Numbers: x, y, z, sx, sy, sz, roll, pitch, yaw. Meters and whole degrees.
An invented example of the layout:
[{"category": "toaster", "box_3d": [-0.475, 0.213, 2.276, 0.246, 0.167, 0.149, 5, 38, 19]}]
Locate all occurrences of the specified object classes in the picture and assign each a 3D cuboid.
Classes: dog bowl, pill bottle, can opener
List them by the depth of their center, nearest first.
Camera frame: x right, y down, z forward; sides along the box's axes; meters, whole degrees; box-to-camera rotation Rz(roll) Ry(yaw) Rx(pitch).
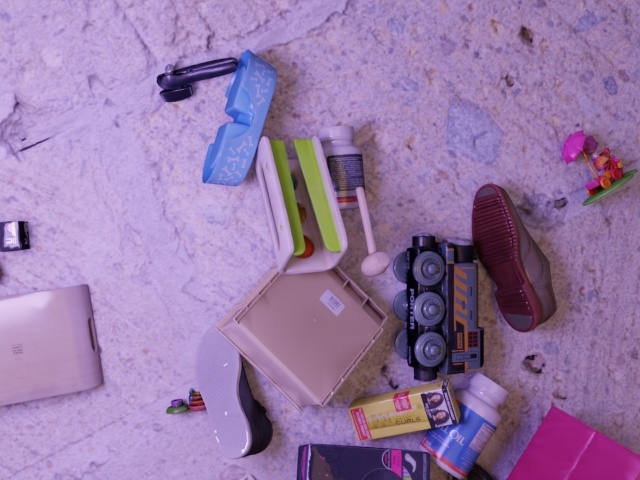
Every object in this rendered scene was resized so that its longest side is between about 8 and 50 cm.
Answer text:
[{"category": "dog bowl", "box_3d": [-0.170, -0.252, 1.490, 0.074, 0.166, 0.297, 17, 87, -20]}, {"category": "can opener", "box_3d": [-0.266, -0.359, 1.512, 0.186, 0.059, 0.073, -18, 137, 6]}, {"category": "pill bottle", "box_3d": [0.041, -0.157, 1.545, 0.108, 0.108, 0.180, -5, 92, -9]}, {"category": "pill bottle", "box_3d": [0.329, 0.413, 1.588, 0.124, 0.124, 0.221, 35, 84, -8]}]

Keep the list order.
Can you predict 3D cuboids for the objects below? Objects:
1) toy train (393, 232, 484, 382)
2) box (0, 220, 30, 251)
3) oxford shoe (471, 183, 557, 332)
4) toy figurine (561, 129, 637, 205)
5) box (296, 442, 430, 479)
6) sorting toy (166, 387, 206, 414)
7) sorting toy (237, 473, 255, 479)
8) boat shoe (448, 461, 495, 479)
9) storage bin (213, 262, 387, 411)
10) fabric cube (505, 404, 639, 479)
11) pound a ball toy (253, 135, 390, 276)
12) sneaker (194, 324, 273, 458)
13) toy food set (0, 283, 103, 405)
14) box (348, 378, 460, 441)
[{"category": "toy train", "box_3d": [0.271, 0.149, 1.579, 0.190, 0.142, 0.333, 0, 89, -21]}, {"category": "box", "box_3d": [-0.638, -0.009, 1.449, 0.052, 0.083, 0.062, -6, 91, -9]}, {"category": "oxford shoe", "box_3d": [0.451, 0.031, 1.629, 0.130, 0.123, 0.348, -17, 92, -35]}, {"category": "toy figurine", "box_3d": [0.645, -0.191, 1.652, 0.173, 0.130, 0.159, -30, 85, -29]}, {"category": "box", "box_3d": [0.088, 0.533, 1.522, 0.271, 0.143, 0.165, 6, 72, -9]}, {"category": "sorting toy", "box_3d": [-0.286, 0.347, 1.521, 0.102, 0.061, 0.042, -8, 91, 9]}, {"category": "sorting toy", "box_3d": [-0.165, 0.561, 1.554, 0.083, 0.045, 0.075, -24, 87, -8]}, {"category": "boat shoe", "box_3d": [0.394, 0.670, 1.605, 0.127, 0.113, 0.339, -16, 93, -8]}, {"category": "storage bin", "box_3d": [-0.033, 0.177, 1.498, 0.262, 0.123, 0.260, 45, 63, -6]}, {"category": "fabric cube", "box_3d": [0.591, 0.564, 1.528, 0.254, 0.259, 0.258, 38, 84, -34]}, {"category": "pound a ball toy", "box_3d": [-0.007, -0.053, 1.441, 0.208, 0.135, 0.319, -4, 64, -22]}, {"category": "sneaker", "box_3d": [-0.187, 0.335, 1.524, 0.105, 0.147, 0.295, -21, 63, 9]}, {"category": "toy food set", "box_3d": [-0.626, 0.220, 1.462, 0.306, 0.092, 0.219, -8, 91, -17]}, {"category": "box", "box_3d": [0.184, 0.376, 1.550, 0.232, 0.058, 0.087, -15, 94, 20]}]
